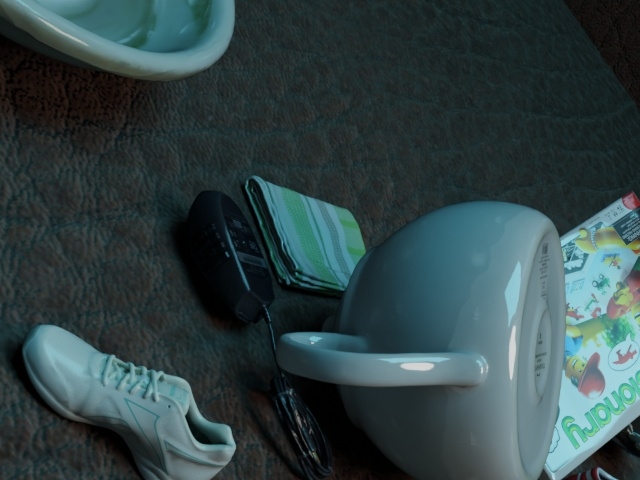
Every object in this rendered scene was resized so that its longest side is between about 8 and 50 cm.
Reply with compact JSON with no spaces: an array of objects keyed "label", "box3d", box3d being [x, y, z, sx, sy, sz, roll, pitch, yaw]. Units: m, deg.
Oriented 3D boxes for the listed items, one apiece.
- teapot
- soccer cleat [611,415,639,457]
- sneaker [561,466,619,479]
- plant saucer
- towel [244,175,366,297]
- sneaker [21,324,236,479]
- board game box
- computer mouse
[{"label":"teapot","box3d":[0.087,0.083,0.916,0.256,0.187,0.253,73,29,-44]},{"label":"soccer cleat","box3d":[0.290,0.114,1.304,0.331,0.116,0.143,52,3,2]},{"label":"sneaker","box3d":[0.282,0.280,1.115,0.042,0.067,0.118,-7,64,-59]},{"label":"plant saucer","box3d":[-0.241,-0.268,0.882,0.400,0.100,0.400,38,31,-29]},{"label":"towel","box3d":[0.000,0.000,1.040,0.152,0.023,0.113,15,47,-51]},{"label":"sneaker","box3d":[-0.115,0.096,0.706,0.152,0.061,0.054,42,31,-20]},{"label":"board game box","box3d":[0.269,0.096,1.169,0.305,0.053,0.193,-29,83,-32]},{"label":"computer mouse","box3d":[-0.051,0.073,0.870,0.242,0.041,0.071,68,13,16]}]
